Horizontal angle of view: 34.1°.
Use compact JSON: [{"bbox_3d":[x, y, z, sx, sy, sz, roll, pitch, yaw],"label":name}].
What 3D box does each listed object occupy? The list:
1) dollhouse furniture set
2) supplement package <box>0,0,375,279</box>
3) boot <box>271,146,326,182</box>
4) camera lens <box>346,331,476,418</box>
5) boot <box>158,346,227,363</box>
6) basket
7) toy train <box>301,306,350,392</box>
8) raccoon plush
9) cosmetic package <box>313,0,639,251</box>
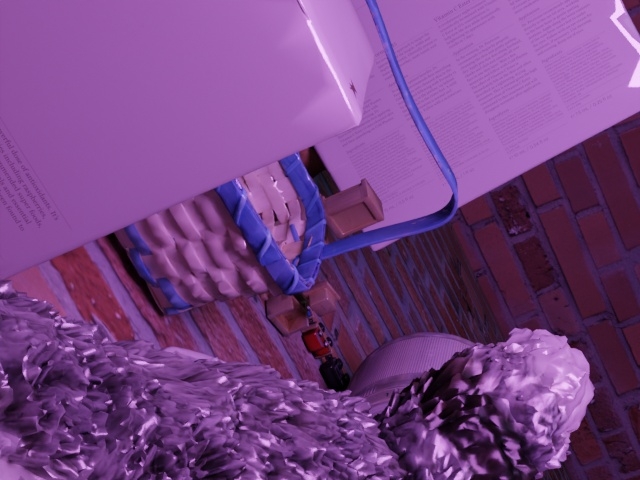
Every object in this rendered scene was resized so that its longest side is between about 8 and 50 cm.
[{"bbox_3d":[0.000,0.000,1.177,0.161,0.182,0.101,53,21,-42],"label":"dollhouse furniture set"},{"bbox_3d":[-0.133,-0.120,0.682,0.177,0.293,0.175,63,16,-20],"label":"supplement package"},{"bbox_3d":[-0.076,-0.113,1.213,0.305,0.115,0.112,14,57,-70],"label":"boot"},{"bbox_3d":[0.118,0.240,1.173,0.219,0.219,0.274,65,16,-8],"label":"camera lens"},{"bbox_3d":[-0.058,0.169,0.746,0.258,0.123,0.095,39,38,-32],"label":"boot"},{"bbox_3d":[-0.052,-0.081,0.907,0.201,0.289,0.254,-77,145,-57],"label":"basket"},{"bbox_3d":[-0.006,0.122,1.288,0.158,0.027,0.036,64,26,-15],"label":"toy train"},{"bbox_3d":[-0.063,0.069,0.571,0.446,0.216,0.299,-35,119,-35],"label":"raccoon plush"},{"bbox_3d":[0.158,-0.201,1.197,0.284,0.377,0.097,61,14,-4],"label":"cosmetic package"}]
